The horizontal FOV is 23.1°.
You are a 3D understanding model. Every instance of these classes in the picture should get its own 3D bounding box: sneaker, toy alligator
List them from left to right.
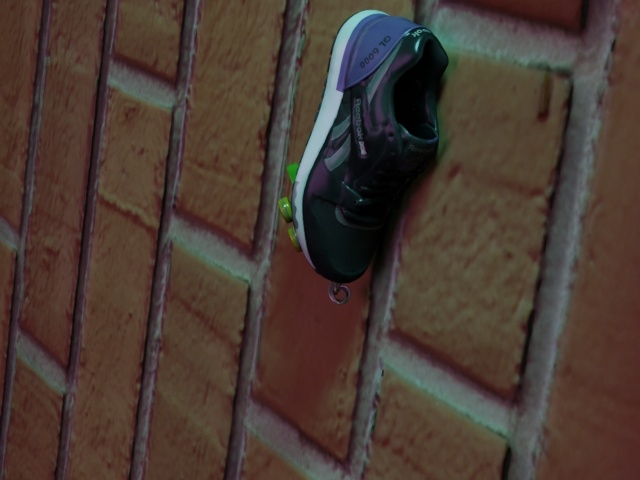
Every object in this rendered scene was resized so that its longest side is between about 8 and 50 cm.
[{"bbox_3d":[0.000,0.000,1.713,0.051,0.056,0.190,59,-171,-60],"label":"toy alligator"},{"bbox_3d":[0.054,-0.083,1.573,0.124,0.107,0.283,27,112,50],"label":"sneaker"}]
